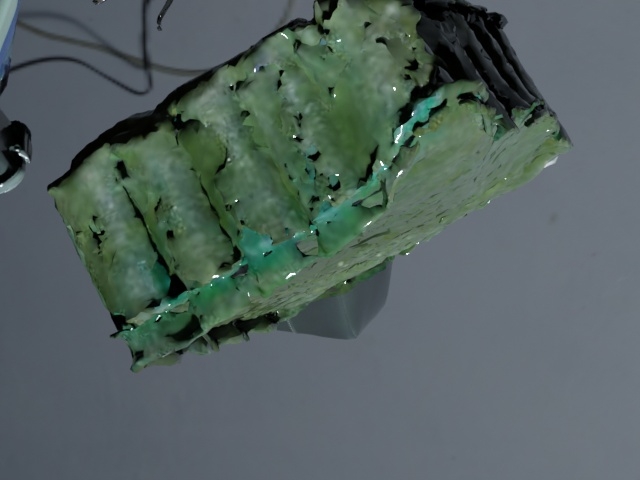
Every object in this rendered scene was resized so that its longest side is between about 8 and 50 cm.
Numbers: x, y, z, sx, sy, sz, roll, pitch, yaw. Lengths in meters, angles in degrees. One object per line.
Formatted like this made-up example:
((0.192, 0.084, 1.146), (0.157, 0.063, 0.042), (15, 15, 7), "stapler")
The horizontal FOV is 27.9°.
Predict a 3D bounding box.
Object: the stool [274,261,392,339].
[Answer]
((0.000, 0.000, 1.542), (0.141, 0.232, 0.232), (7, 101, 20), "stool")

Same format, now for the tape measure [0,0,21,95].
((-0.450, -0.220, 1.338), (0.262, 0.259, 0.138), (19, 147, -14), "tape measure")

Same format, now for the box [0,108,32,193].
((-0.478, -0.108, 1.517), (0.243, 0.163, 0.135), (-23, 122, 5), "box")

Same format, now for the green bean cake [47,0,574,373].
((0.003, -0.042, 0.743), (0.255, 0.241, 0.132), (-33, 78, 25), "green bean cake")

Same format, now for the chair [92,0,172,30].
((-0.237, -0.435, 1.907), (0.149, 0.174, 0.213), (33, 69, 30), "chair")
